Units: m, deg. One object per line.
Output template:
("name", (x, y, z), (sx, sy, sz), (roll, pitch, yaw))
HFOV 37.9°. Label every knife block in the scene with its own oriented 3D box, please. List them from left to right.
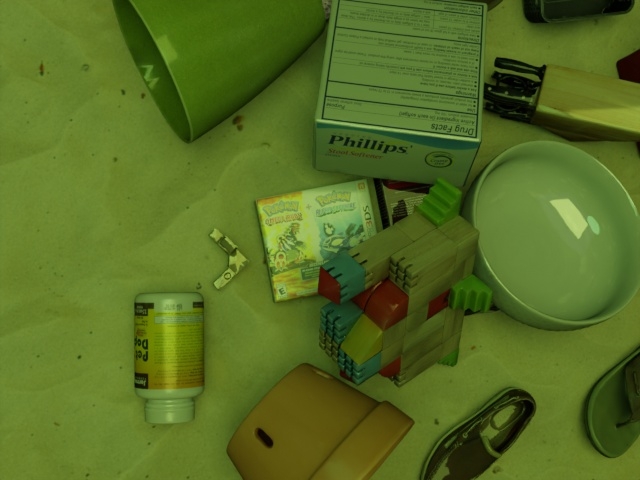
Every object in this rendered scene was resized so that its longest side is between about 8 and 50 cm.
("knife block", (0.423, -0.249, 1.618), (0.242, 0.275, 0.088), (18, 85, -36))

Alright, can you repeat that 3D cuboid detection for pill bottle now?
("pill bottle", (-0.253, 0.194, 1.562), (0.117, 0.117, 0.215), (-1, 87, -7))

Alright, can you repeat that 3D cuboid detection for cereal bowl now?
("cereal bowl", (0.386, 0.002, 1.622), (0.338, 0.141, 0.339), (7, 69, -19))

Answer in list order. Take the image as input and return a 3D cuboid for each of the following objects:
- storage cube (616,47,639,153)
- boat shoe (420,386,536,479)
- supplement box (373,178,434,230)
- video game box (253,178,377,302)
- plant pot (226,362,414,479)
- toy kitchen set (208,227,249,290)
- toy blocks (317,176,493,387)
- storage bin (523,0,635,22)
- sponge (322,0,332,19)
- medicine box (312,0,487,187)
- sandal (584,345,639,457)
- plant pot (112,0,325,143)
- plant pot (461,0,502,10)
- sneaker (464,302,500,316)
("storage cube", (0.678, -0.272, 1.675), (0.214, 0.183, 0.193), (-14, 88, -7))
("boat shoe", (0.277, 0.357, 1.634), (0.095, 0.095, 0.257), (44, 83, -3))
("supplement box", (0.164, -0.105, 1.655), (0.130, 0.073, 0.240), (-10, 87, -7))
("video game box", (0.000, 0.000, 1.642), (0.205, 0.048, 0.187), (-11, 86, -8))
("plant pot", (-0.014, 0.339, 1.523), (0.203, 0.291, 0.291), (41, 83, 14))
("toy kitchen set", (-0.176, 0.031, 1.606), (0.075, 0.068, 0.083), (-45, 93, -7))
("toy blocks", (0.112, 0.116, 1.493), (0.260, 0.381, 0.190), (-29, 52, -26))
("storage bin", (0.468, -0.465, 1.693), (0.180, 0.084, 0.122), (-9, 104, -9))
("sponge", (-0.059, -0.472, 1.665), (0.117, 0.031, 0.210), (-39, 93, -7))
("medicine box", (0.132, -0.258, 1.557), (0.263, 0.149, 0.289), (7, 63, 1))
("sandal", (0.590, 0.259, 1.684), (0.120, 0.086, 0.303), (42, 83, -3))
("plant pot", (-0.149, -0.347, 1.539), (0.293, 0.275, 0.275), (-28, 91, -13))
("plant pot", (0.198, -0.538, 1.616), (0.263, 0.263, 0.229), (2, 69, -7))
("sneaker", (0.281, 0.106, 1.657), (0.178, 0.077, 0.072), (-17, 91, -9))
